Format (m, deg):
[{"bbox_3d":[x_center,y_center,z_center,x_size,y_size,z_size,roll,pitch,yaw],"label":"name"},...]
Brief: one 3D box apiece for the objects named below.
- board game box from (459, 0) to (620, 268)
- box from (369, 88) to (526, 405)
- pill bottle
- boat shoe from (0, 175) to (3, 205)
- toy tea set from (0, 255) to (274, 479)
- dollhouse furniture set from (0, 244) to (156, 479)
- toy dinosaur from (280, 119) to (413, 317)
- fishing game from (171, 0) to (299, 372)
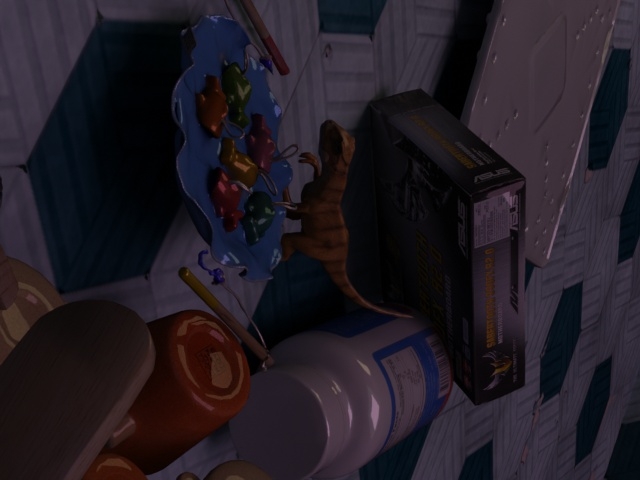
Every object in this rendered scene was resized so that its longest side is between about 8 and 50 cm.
[{"bbox_3d":[0.233,-0.190,1.467,0.390,0.050,0.390,25,81,-63],"label":"board game box"},{"bbox_3d":[0.114,0.004,1.180,0.056,0.183,0.231,-19,128,-18],"label":"box"},{"bbox_3d":[0.017,0.129,1.111,0.221,0.124,0.124,-14,115,-60],"label":"pill bottle"},{"bbox_3d":[-0.200,-0.063,0.653,0.083,0.065,0.183,-23,129,-61],"label":"boat shoe"},{"bbox_3d":[-0.164,0.124,0.766,0.336,0.124,0.200,21,49,-46],"label":"toy tea set"},{"bbox_3d":[-0.166,0.161,0.554,0.174,0.303,0.355,-57,149,-36],"label":"dollhouse furniture set"},{"bbox_3d":[0.000,0.000,1.022,0.064,0.112,0.211,-59,152,-35],"label":"toy dinosaur"},{"bbox_3d":[-0.048,-0.064,0.876,0.189,0.041,0.264,58,29,-50],"label":"fishing game"}]
